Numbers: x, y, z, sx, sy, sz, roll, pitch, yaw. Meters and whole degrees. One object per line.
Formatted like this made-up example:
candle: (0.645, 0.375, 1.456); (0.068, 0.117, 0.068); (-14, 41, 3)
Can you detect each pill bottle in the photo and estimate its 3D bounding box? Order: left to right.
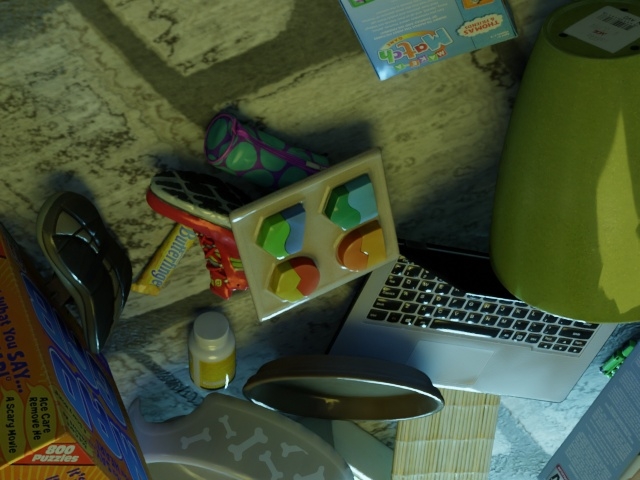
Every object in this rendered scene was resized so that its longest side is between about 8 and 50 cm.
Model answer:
pill bottle: (-0.146, 0.148, 2.097); (0.065, 0.065, 0.116); (-3, 143, -5)

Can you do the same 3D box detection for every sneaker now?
sneaker: (-0.104, 0.012, 1.868); (0.279, 0.107, 0.118); (29, 106, -36)

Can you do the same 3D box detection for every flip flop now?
flip flop: (-0.302, 0.035, 1.912); (0.080, 0.112, 0.277); (12, 149, 20)

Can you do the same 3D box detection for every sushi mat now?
sushi mat: (0.183, 0.293, 2.289); (0.151, 0.019, 0.316); (-3, 124, -10)

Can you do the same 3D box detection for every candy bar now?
candy bar: (-0.191, 0.020, 1.965); (0.040, 0.018, 0.161); (15, 138, -25)

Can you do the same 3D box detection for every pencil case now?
pencil case: (-0.059, -0.094, 1.800); (0.152, 0.064, 0.070); (21, 151, -32)

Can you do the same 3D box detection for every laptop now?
laptop: (0.253, 0.141, 2.000); (0.382, 0.236, 0.408); (10, 133, -19)

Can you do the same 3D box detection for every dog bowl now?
dog bowl: (-0.130, 0.344, 2.220); (0.349, 0.102, 0.348); (14, 148, 9)

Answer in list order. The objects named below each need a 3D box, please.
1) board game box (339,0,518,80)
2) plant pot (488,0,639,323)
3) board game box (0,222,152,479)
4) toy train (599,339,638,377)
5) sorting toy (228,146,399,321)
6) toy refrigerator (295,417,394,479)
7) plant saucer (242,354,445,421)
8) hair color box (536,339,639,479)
board game box: (0.100, -0.266, 1.622); (0.160, 0.039, 0.211); (-16, 141, 13)
plant pot: (0.314, -0.108, 1.711); (0.275, 0.274, 0.293); (-7, 126, 1)
board game box: (-0.437, 0.266, 1.903); (0.356, 0.356, 0.356); (-28, 140, -1)
toy train: (0.430, 0.171, 2.248); (0.024, 0.017, 0.083); (21, 135, -17)
sorting toy: (0.000, 0.000, 1.829); (0.193, 0.038, 0.208); (-25, 140, -11)
toy refrigerator: (0.053, 0.361, 2.376); (0.102, 0.094, 0.269); (-26, 139, 23)
plant saucer: (0.032, 0.202, 2.136); (0.278, 0.041, 0.278); (3, 163, 1)
hair color box: (0.482, 0.249, 2.193); (0.185, 0.113, 0.374); (-2, 136, -35)
